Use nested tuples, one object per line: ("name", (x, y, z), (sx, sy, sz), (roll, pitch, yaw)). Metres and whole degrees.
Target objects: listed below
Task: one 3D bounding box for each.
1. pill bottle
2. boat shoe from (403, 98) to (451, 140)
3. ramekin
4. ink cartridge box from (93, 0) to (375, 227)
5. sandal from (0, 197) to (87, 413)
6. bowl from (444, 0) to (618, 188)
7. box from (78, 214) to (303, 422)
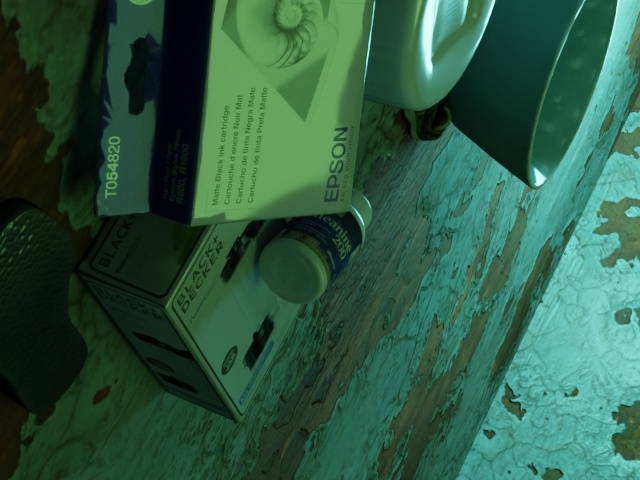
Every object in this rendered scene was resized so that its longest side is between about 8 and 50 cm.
("pill bottle", (0.000, 0.000, 1.195), (0.120, 0.067, 0.067), (-48, 153, -47))
("boat shoe", (0.144, -0.158, 1.698), (0.056, 0.049, 0.152), (-67, 161, -4))
("ramekin", (0.082, -0.263, 1.297), (0.277, 0.135, 0.277), (-54, 156, -37))
("ink cartridge box", (-0.060, -0.123, 1.010), (0.224, 0.045, 0.223), (-7, 111, -37))
("sandal", (-0.227, 0.054, 0.955), (0.097, 0.054, 0.254), (-49, 163, -28))
("bowl", (0.273, -0.241, 1.784), (0.311, 0.163, 0.311), (-53, 155, -38))
("box", (-0.102, 0.036, 1.193), (0.169, 0.087, 0.290), (-61, 159, -21))
